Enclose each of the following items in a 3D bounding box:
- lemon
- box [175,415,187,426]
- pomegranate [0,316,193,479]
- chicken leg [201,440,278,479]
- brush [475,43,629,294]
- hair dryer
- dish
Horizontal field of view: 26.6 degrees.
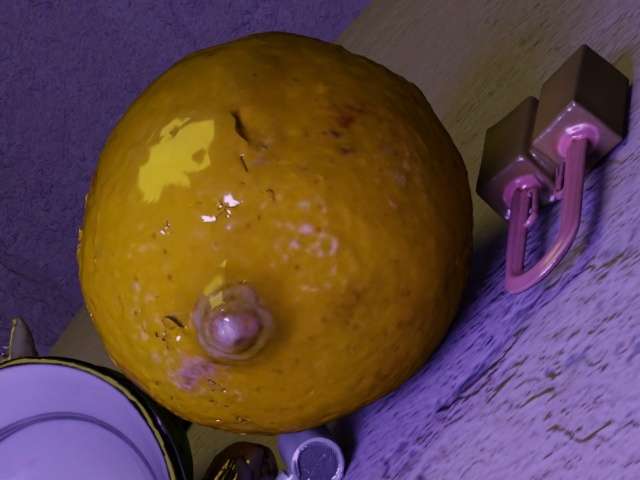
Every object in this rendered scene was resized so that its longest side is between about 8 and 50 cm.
[{"bbox_3d":[-0.029,-0.003,0.884,0.258,0.258,0.310,-45,9,26],"label":"lemon"},{"bbox_3d":[-0.202,0.213,1.394,0.120,0.069,0.224,-38,15,52],"label":"box"},{"bbox_3d":[-0.223,0.184,1.127,0.211,0.263,0.211,-29,-34,-22],"label":"pomegranate"},{"bbox_3d":[-0.123,0.234,0.968,0.251,0.087,0.107,-41,35,15],"label":"chicken leg"},{"bbox_3d":[0.145,-0.040,0.876,0.103,0.047,0.233,-44,12,30],"label":"brush"},{"bbox_3d":[-0.031,0.176,0.894,0.124,0.038,0.063,-56,10,-1],"label":"hair dryer"},{"bbox_3d":[-0.186,0.237,0.882,0.317,0.106,0.316,-14,63,28],"label":"dish"}]
